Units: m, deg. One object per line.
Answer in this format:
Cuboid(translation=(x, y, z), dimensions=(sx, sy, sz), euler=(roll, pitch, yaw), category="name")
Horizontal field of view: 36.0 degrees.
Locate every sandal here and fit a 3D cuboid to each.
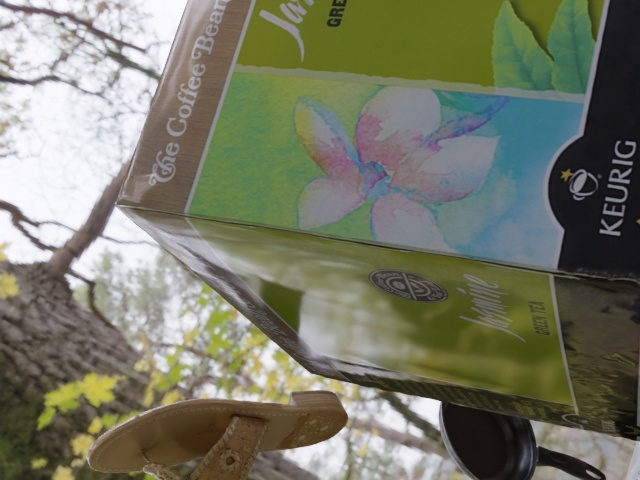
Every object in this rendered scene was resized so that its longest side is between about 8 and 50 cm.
Cuboid(translation=(-0.069, 0.185, 0.836), dimensions=(0.240, 0.079, 0.088), euler=(-3, -44, -33), category="sandal")

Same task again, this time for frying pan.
Cuboid(translation=(0.306, 0.303, 1.562), dimensions=(0.326, 0.197, 0.053), euler=(8, -34, -38), category="frying pan")

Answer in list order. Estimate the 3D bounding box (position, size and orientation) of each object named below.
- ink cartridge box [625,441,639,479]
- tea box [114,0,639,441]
Cuboid(translation=(0.531, 0.487, 1.313), dimensions=(0.166, 0.285, 0.395), euler=(-1, -71, -31), category="ink cartridge box")
Cuboid(translation=(0.116, -0.031, 0.576), dimensions=(0.329, 0.323, 0.220), euler=(54, -133, -63), category="tea box")
